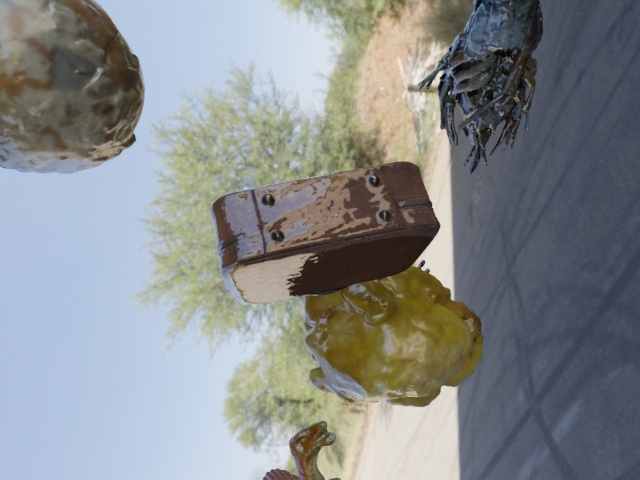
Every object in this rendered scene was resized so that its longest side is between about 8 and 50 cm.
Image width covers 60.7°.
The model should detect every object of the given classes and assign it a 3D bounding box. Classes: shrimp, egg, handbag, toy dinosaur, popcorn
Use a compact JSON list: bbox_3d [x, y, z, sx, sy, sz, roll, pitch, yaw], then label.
[{"bbox_3d":[0.226,-0.229,0.804,0.137,0.172,0.372,-81,-6,-49],"label":"shrimp"},{"bbox_3d":[-0.288,-0.165,0.534,0.195,0.233,0.195,-59,8,13],"label":"egg"},{"bbox_3d":[0.000,0.000,0.513,0.151,0.193,0.072,105,151,-66],"label":"handbag"},{"bbox_3d":[-0.023,0.284,0.556,0.212,0.142,0.057,-45,-8,31],"label":"toy dinosaur"},{"bbox_3d":[0.083,0.110,0.686,0.190,0.254,0.191,122,154,-77],"label":"popcorn"}]
